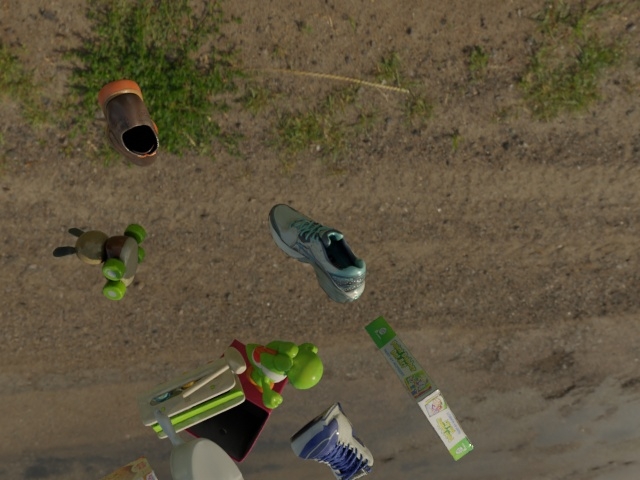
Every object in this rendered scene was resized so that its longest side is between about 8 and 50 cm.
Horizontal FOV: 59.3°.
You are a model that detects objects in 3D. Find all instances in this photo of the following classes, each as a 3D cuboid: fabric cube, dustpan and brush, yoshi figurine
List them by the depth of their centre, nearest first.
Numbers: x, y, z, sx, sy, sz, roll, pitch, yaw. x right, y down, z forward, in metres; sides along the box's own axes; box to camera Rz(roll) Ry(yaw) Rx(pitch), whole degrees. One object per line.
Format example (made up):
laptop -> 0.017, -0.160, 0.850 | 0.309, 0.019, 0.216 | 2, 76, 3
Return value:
dustpan and brush -> -0.237, 0.391, 1.029 | 0.060, 0.211, 0.147 | -35, 167, 18
yoshi figurine -> -0.101, 0.388, 1.695 | 0.202, 0.204, 0.362 | -8, 166, -18
fabric cube -> -0.295, 0.560, 1.988 | 0.259, 0.258, 0.254 | 31, 111, 3

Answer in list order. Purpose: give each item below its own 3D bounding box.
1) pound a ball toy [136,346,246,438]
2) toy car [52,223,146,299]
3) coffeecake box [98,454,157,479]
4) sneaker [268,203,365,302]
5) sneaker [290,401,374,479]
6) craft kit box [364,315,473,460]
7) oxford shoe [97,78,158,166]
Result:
pound a ball toy -> -0.355, 0.405, 1.588 | 0.318, 0.136, 0.208 | -24, 143, -8
toy car -> -0.549, 0.032, 1.388 | 0.188, 0.155, 0.149 | 16, 133, -3
coffeecake box -> -0.496, 0.619, 1.376 | 0.185, 0.068, 0.142 | -23, -175, -26
sneaker -> 0.000, 0.000, 1.236 | 0.110, 0.283, 0.122 | -36, 159, -32
sneaker -> 0.048, 0.492, 1.342 | 0.127, 0.182, 0.315 | -38, 165, 1
craft kit box -> 0.215, 0.321, 1.240 | 0.060, 0.250, 0.247 | -32, 125, -4
oxford shoe -> -0.352, -0.189, 1.067 | 0.096, 0.099, 0.271 | -25, 168, -11
